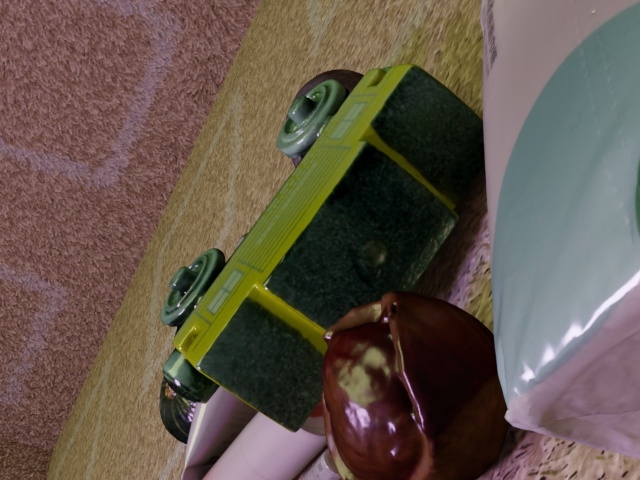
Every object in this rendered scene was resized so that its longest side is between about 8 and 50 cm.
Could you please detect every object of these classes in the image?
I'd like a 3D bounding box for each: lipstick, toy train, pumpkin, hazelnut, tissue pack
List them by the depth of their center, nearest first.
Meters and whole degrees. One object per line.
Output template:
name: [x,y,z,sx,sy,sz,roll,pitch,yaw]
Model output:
tissue pack: [0.219,-0.085,0.542,0.266,0.193,0.357,126,157,-45]
hazelnut: [0.070,0.137,0.822,0.202,0.160,0.170,-53,25,30]
toy train: [0.000,0.000,1.045,0.442,0.179,0.272,-55,21,-6]
lipstick: [-0.075,0.277,1.231,0.327,0.087,0.087,127,156,-44]
pumpkin: [-0.180,0.237,1.536,0.167,0.125,0.167,-163,90,-73]

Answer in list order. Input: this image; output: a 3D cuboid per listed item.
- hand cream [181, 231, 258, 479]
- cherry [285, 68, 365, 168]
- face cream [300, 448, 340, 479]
hand cream: [-0.108,0.166,1.403,0.185,0.118,0.359,41,-115,-71]
cherry: [0.027,-0.137,1.295,0.176,0.140,0.176,175,90,-67]
face cream: [-0.010,0.282,1.116,0.130,0.034,0.034,-56,22,37]
